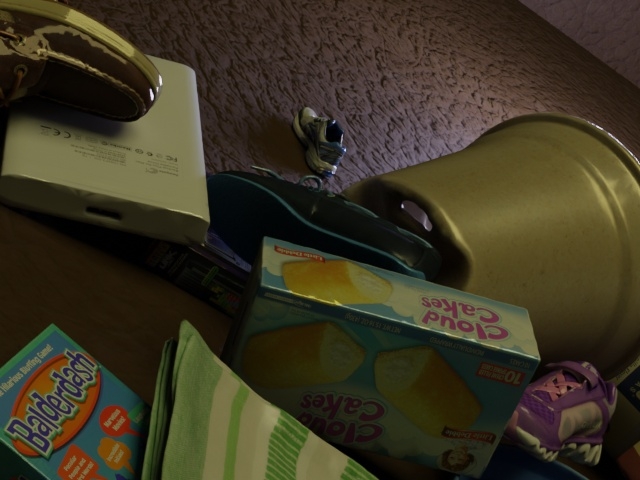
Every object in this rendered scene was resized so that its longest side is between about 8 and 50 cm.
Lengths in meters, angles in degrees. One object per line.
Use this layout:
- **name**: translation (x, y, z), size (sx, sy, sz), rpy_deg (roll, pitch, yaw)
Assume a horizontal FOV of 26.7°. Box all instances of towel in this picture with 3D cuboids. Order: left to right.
- **towel**: translation (-0.014, 0.234, 1.086), size (0.325, 0.038, 0.248), rpy_deg (43, 25, -26)

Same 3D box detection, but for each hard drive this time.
- **hard drive**: translation (-0.223, -0.116, 1.393), size (0.203, 0.040, 0.307), rpy_deg (13, 32, -17)

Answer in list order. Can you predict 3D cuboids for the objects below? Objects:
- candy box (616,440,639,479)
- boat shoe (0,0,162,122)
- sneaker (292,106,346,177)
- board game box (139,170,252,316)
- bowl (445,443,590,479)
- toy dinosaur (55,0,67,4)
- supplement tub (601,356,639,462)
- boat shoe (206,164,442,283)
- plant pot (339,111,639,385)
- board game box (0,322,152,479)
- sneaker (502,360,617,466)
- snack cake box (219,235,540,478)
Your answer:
- **candy box**: translation (0.480, 0.361, 1.523), size (0.316, 0.087, 0.183), rpy_deg (44, 12, -28)
- **boat shoe**: translation (-0.324, -0.171, 1.291), size (0.342, 0.123, 0.123), rpy_deg (22, 60, -18)
- **sneaker**: translation (0.006, -0.143, 1.818), size (0.052, 0.058, 0.135), rpy_deg (23, 29, -35)
- **board game box**: translation (-0.113, -0.002, 1.413), size (0.141, 0.048, 0.170), rpy_deg (30, 26, -18)
- **bowl**: translation (0.254, 0.369, 1.285), size (0.391, 0.077, 0.391), rpy_deg (33, 25, -18)
- **toy dinosaur**: translation (-0.410, -0.348, 1.478), size (0.295, 0.200, 0.127), rpy_deg (15, -9, 21)
- **supplement tub**: translation (0.397, 0.138, 1.698), size (0.325, 0.235, 0.235), rpy_deg (47, 25, 15)
- **boat shoe**: translation (0.000, 0.000, 1.346), size (0.258, 0.109, 0.089), rpy_deg (30, 34, 22)
- **plant pot**: translation (0.166, 0.031, 1.495), size (0.305, 0.334, 0.334), rpy_deg (-9, 53, -46)
- **board game box**: translation (-0.170, 0.173, 1.028), size (0.210, 0.047, 0.160), rpy_deg (40, 23, -2)
- **sneaker**: translation (0.245, 0.170, 1.410), size (0.095, 0.104, 0.236), rpy_deg (35, 10, 32)
- **snack cake box**: translation (0.049, 0.111, 1.242), size (0.264, 0.152, 0.089), rpy_deg (15, 29, -10)
